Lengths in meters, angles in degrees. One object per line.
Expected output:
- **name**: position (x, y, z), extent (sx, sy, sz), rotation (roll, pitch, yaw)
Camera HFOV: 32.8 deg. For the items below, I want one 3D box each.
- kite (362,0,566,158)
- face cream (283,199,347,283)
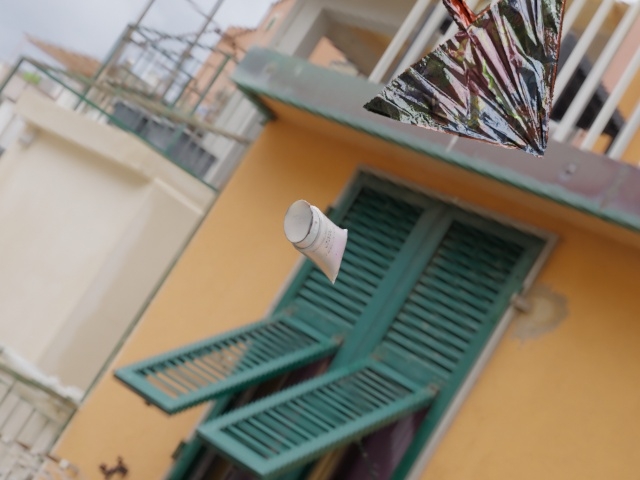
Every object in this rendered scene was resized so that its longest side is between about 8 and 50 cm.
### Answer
- **kite**: position (0.136, -0.150, 0.870), extent (0.189, 0.232, 0.009), rotation (57, -15, -10)
- **face cream**: position (0.000, 0.000, 0.672), extent (0.020, 0.038, 0.115), rotation (11, -9, 15)
